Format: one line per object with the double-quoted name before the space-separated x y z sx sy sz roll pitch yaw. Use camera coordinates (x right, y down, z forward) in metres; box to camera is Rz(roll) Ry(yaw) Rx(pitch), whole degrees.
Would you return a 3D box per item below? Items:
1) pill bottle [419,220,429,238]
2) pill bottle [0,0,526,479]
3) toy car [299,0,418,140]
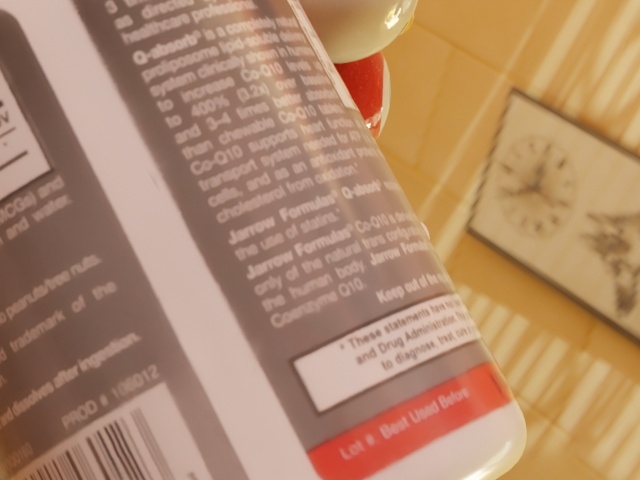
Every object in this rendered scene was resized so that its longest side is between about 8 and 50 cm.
"pill bottle" 0.000 0.000 1.496 0.187 0.112 0.112 14 -71 -23
"pill bottle" -0.082 -0.022 0.700 0.210 0.363 0.210 -27 -8 -4
"toy car" 0.006 -0.150 1.078 0.210 0.219 0.238 28 -41 -34
